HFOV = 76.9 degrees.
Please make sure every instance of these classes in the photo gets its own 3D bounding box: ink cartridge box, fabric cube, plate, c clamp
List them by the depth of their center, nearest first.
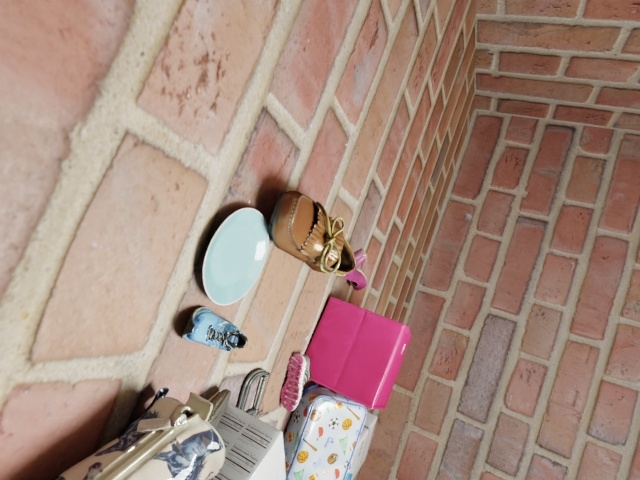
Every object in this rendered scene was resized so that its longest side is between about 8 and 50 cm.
[{"bbox_3d":[-0.158,0.028,0.747,0.188,0.024,0.188,-44,143,-48],"label":"plate"},{"bbox_3d":[-0.161,0.383,0.991,0.137,0.022,0.160,-6,113,-59],"label":"c clamp"},{"bbox_3d":[0.122,0.366,1.296,0.258,0.259,0.254,-66,156,-15],"label":"fabric cube"},{"bbox_3d":[0.065,0.760,1.512,0.270,0.197,0.197,1,104,-66],"label":"ink cartridge box"}]

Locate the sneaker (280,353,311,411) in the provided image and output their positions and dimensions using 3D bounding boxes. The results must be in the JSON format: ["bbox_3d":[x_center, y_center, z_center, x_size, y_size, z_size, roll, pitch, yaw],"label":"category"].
[{"bbox_3d":[-0.063,0.405,1.160,0.075,0.063,0.170,9,93,-60],"label":"sneaker"}]

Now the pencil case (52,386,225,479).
[{"bbox_3d":[-0.302,0.360,0.488,0.410,0.160,0.183,-31,135,-57],"label":"pencil case"}]

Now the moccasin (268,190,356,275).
[{"bbox_3d":[-0.001,0.003,0.914,0.139,0.147,0.380,-68,156,-19],"label":"moccasin"}]

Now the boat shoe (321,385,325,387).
[{"bbox_3d":[0.027,0.553,1.435,0.228,0.081,0.068,-15,124,-60],"label":"boat shoe"}]

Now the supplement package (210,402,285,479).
[{"bbox_3d":[-0.191,0.500,0.838,0.203,0.150,0.194,-44,144,-48],"label":"supplement package"}]

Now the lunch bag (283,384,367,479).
[{"bbox_3d":[0.011,0.634,1.284,0.243,0.115,0.303,25,83,-26],"label":"lunch bag"}]

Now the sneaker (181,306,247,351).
[{"bbox_3d":[-0.181,0.165,0.727,0.063,0.073,0.162,-68,156,-10],"label":"sneaker"}]

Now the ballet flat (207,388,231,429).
[{"bbox_3d":[-0.253,0.376,0.748,0.249,0.058,0.084,-53,162,-45],"label":"ballet flat"}]

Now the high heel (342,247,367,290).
[{"bbox_3d":[0.091,0.120,1.324,0.117,0.082,0.244,-28,156,-15],"label":"high heel"}]
